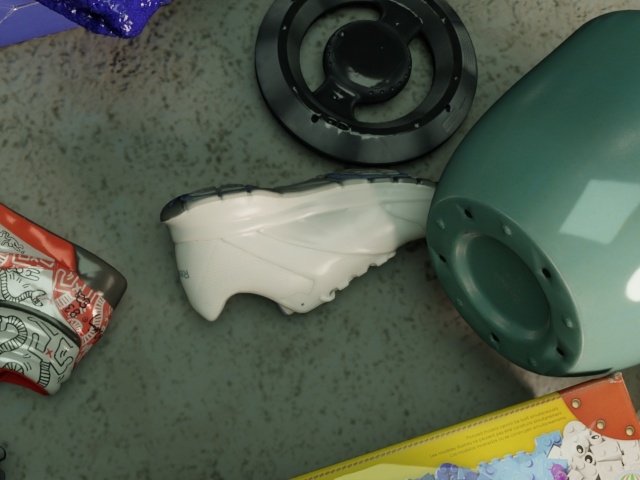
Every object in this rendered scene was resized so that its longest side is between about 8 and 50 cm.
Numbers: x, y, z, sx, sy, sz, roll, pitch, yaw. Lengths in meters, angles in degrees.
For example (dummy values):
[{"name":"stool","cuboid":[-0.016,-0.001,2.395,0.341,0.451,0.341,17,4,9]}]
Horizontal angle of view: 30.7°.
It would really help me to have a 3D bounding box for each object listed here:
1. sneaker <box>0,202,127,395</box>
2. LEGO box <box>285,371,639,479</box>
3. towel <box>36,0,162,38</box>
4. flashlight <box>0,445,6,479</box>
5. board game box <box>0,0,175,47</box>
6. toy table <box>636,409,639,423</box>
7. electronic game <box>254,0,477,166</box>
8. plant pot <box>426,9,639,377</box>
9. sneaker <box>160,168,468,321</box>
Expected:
[{"name":"sneaker","cuboid":[-0.324,0.035,1.047,0.270,0.090,0.145,28,70,-2]},{"name":"LEGO box","cuboid":[0.059,0.365,0.957,0.500,0.193,0.372,-16,78,-12]},{"name":"towel","cuboid":[-0.189,-0.350,1.034,0.228,0.076,0.308,27,73,1]},{"name":"flashlight","cuboid":[-0.427,0.195,0.983,0.304,0.103,0.103,12,76,-6]},{"name":"board game box","cuboid":[-0.292,-0.360,1.136,0.232,0.141,0.290,-16,77,-12]},{"name":"toy table","cuboid":[0.418,0.139,1.066,0.274,0.252,0.161,-42,101,-27]},{"name":"electronic game","cuboid":[0.047,-0.180,1.184,0.229,0.048,0.229,3,69,-7]},{"name":"plant pot","cuboid":[0.237,-0.019,1.022,0.235,0.293,0.293,-34,82,-24]},{"name":"sneaker","cuboid":[0.000,0.000,1.113,0.297,0.111,0.129,-8,98,-11]}]
